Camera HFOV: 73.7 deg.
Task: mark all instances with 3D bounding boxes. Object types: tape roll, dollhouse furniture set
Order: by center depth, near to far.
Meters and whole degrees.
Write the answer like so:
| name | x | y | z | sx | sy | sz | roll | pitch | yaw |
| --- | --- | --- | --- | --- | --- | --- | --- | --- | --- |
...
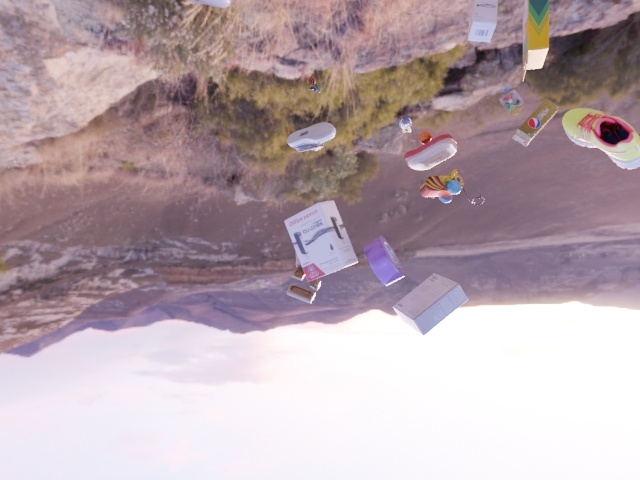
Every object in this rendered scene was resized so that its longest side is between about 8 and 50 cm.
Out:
| name | x | y | z | sx | sy | sz | roll | pitch | yaw |
| --- | --- | --- | --- | --- | --- | --- | --- | --- | --- |
| tape roll | 0.255 | 0.080 | 1.710 | 0.080 | 0.189 | 0.189 | -31 | 164 | 16 |
| dollhouse furniture set | -0.072 | 0.152 | 1.812 | 0.144 | 0.151 | 0.123 | 20 | 139 | 16 |

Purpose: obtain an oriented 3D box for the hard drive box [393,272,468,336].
| name | x | y | z | sx | sy | sz | roll | pitch | yaw |
| --- | --- | --- | --- | --- | --- | --- | --- | --- | --- |
| hard drive box | 0.435 | 0.250 | 1.710 | 0.232 | 0.089 | 0.181 | -36 | -163 | -8 |

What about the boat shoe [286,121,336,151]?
| name | x | y | z | sx | sy | sz | roll | pitch | yaw |
| --- | --- | --- | --- | --- | --- | --- | --- | --- | --- |
| boat shoe | -0.021 | -0.358 | 1.507 | 0.219 | 0.078 | 0.070 | 3 | 152 | 44 |

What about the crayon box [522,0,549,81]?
| name | x | y | z | sx | sy | sz | roll | pitch | yaw |
| --- | --- | --- | --- | --- | --- | --- | --- | --- | --- |
| crayon box | 0.912 | -0.875 | 1.815 | 0.083 | 0.323 | 0.203 | 1 | 179 | 20 |

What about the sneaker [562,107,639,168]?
| name | x | y | z | sx | sy | sz | roll | pitch | yaw |
| --- | --- | --- | --- | --- | --- | --- | --- | --- | --- |
| sneaker | 0.595 | -0.238 | 0.904 | 0.094 | 0.081 | 0.208 | 27 | -159 | -37 |

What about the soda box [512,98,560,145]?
| name | x | y | z | sx | sy | sz | roll | pitch | yaw |
| --- | --- | --- | --- | --- | --- | --- | --- | --- | --- |
| soda box | 0.791 | -0.433 | 1.568 | 0.061 | 0.181 | 0.058 | 41 | 166 | 16 |

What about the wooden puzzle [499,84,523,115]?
| name | x | y | z | sx | sy | sz | roll | pitch | yaw |
| --- | --- | --- | --- | --- | --- | --- | --- | --- | --- |
| wooden puzzle | 0.777 | -0.567 | 1.738 | 0.014 | 0.116 | 0.078 | -47 | -177 | -36 |

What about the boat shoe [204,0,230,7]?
| name | x | y | z | sx | sy | sz | roll | pitch | yaw |
| --- | --- | --- | --- | --- | --- | --- | --- | --- | --- |
| boat shoe | -0.374 | -0.829 | 1.382 | 0.113 | 0.105 | 0.306 | 7 | -159 | -38 |

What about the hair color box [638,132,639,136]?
| name | x | y | z | sx | sy | sz | roll | pitch | yaw |
| --- | --- | --- | --- | --- | --- | --- | --- | --- | --- |
| hair color box | 0.897 | -0.261 | 1.085 | 0.167 | 0.093 | 0.053 | -21 | 160 | -21 |

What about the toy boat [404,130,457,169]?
| name | x | y | z | sx | sy | sz | roll | pitch | yaw |
| --- | --- | --- | --- | --- | --- | --- | --- | --- | --- |
| toy boat | 0.484 | -0.422 | 1.922 | 0.231 | 0.151 | 0.151 | -28 | 156 | 30 |

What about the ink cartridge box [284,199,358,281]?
| name | x | y | z | sx | sy | sz | roll | pitch | yaw |
| --- | --- | --- | --- | --- | --- | --- | --- | --- | --- |
| ink cartridge box | 0.000 | 0.000 | 1.709 | 0.197 | 0.273 | 0.114 | -25 | 174 | 35 |

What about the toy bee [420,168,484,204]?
| name | x | y | z | sx | sy | sz | roll | pitch | yaw |
| --- | --- | --- | --- | --- | --- | --- | --- | --- | --- |
| toy bee | 0.594 | -0.256 | 1.993 | 0.298 | 0.162 | 0.195 | 19 | 144 | -34 |

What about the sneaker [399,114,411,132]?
| name | x | y | z | sx | sy | sz | roll | pitch | yaw |
| --- | --- | --- | --- | --- | --- | --- | --- | --- | --- |
| sneaker | 0.223 | -0.313 | 1.125 | 0.031 | 0.035 | 0.083 | -3 | 170 | 10 |

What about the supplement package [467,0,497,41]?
| name | x | y | z | sx | sy | sz | roll | pitch | yaw |
| --- | --- | --- | --- | --- | --- | --- | --- | --- | --- |
| supplement package | 0.743 | -1.018 | 1.957 | 0.105 | 0.179 | 0.105 | 8 | 157 | 8 |

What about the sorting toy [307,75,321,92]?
| name | x | y | z | sx | sy | sz | roll | pitch | yaw |
| --- | --- | --- | --- | --- | --- | --- | --- | --- | --- |
| sorting toy | -0.040 | -0.815 | 2.250 | 0.042 | 0.102 | 0.061 | -26 | 168 | -20 |
